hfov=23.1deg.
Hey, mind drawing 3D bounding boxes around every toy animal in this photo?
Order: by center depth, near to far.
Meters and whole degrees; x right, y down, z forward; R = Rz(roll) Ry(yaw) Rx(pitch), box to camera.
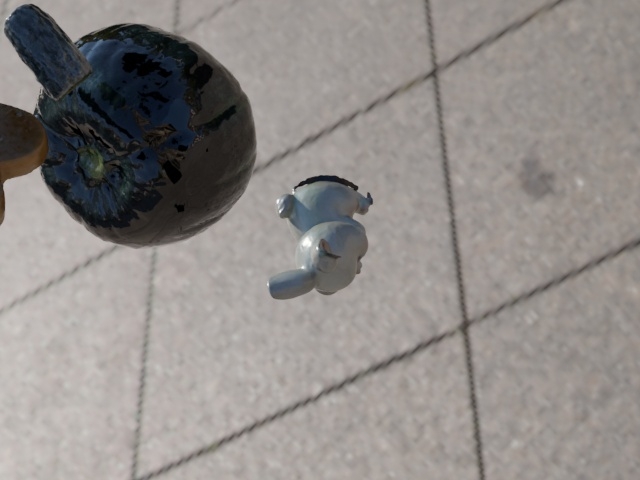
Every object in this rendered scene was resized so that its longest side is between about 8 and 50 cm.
[{"bbox_3d":[0.005,0.003,1.301,0.071,0.085,0.124,-41,35,28],"label":"toy animal"}]

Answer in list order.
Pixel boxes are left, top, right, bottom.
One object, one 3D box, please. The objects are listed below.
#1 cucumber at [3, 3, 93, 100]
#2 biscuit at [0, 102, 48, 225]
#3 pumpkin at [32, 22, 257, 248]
[{"bbox_3d":[-0.315,-0.217,1.791,0.064,0.112,0.064,-40,0,0],"label":"cucumber"},{"bbox_3d":[-0.499,-0.125,1.793,0.052,0.354,0.275,105,-174,-51],"label":"biscuit"},{"bbox_3d":[-0.221,-0.136,2.010,0.315,0.315,0.238,-8,26,42],"label":"pumpkin"}]
